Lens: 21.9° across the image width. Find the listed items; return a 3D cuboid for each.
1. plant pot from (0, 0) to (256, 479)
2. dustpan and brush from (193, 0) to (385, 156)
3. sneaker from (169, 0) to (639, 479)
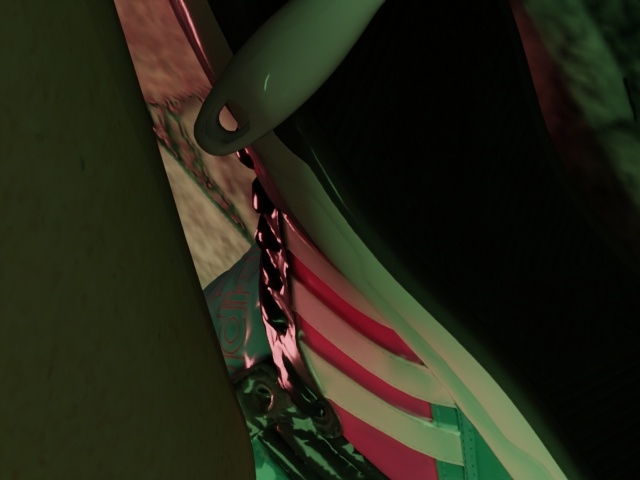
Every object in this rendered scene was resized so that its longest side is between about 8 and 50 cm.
[{"bbox_3d":[-0.166,-0.005,0.394,0.333,0.334,0.305,18,145,38],"label":"plant pot"},{"bbox_3d":[0.039,-0.092,0.375,0.147,0.211,0.060,44,-167,-3],"label":"dustpan and brush"},{"bbox_3d":[0.000,0.000,0.545,0.178,0.124,0.296,-13,118,45],"label":"sneaker"}]
